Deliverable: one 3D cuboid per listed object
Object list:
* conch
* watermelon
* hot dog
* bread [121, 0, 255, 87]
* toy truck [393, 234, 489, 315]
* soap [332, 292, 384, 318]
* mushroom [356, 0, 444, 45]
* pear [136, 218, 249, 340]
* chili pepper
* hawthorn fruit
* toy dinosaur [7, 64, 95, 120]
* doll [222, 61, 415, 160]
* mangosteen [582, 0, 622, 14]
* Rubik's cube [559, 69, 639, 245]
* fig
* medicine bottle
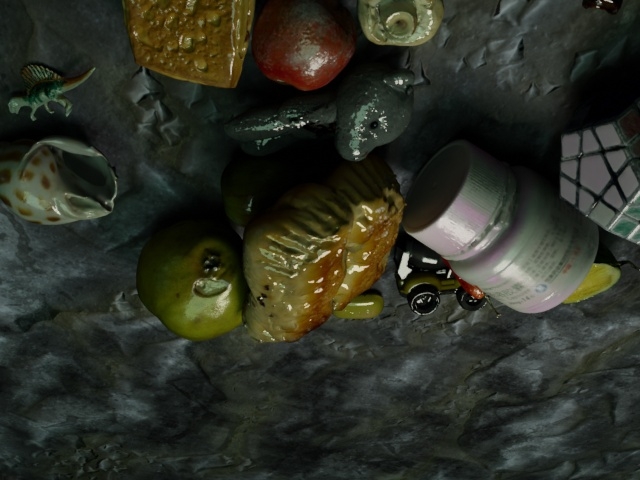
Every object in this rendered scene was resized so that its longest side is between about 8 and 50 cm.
[{"bbox_3d":[-0.529,-0.123,1.458,0.275,0.183,0.149,24,177,-16],"label":"conch"},{"bbox_3d":[0.553,0.054,1.680,0.204,0.127,0.232,22,139,-34],"label":"watermelon"},{"bbox_3d":[0.000,0.000,1.450,0.367,0.196,0.365,-36,163,-22],"label":"hot dog"},{"bbox_3d":[-0.203,-0.364,1.181,0.210,0.099,0.235,15,132,7],"label":"bread"},{"bbox_3d":[0.276,0.061,1.696,0.224,0.147,0.165,-2,118,-2],"label":"toy truck"},{"bbox_3d":[0.088,0.162,1.875,0.140,0.045,0.089,0,144,0],"label":"soap"},{"bbox_3d":[0.124,-0.368,1.191,0.148,0.112,0.148,3,133,4],"label":"mushroom"},{"bbox_3d":[-0.265,0.085,1.630,0.269,0.269,0.321,10,154,-12],"label":"pear"},{"bbox_3d":[0.298,0.055,1.611,0.050,0.059,0.268,-37,92,25],"label":"chili pepper"},{"bbox_3d":[-0.030,-0.322,1.207,0.173,0.173,0.173,0,140,0],"label":"hawthorn fruit"},{"bbox_3d":[-0.489,-0.276,1.360,0.106,0.044,0.187,35,132,-14],"label":"toy dinosaur"},{"bbox_3d":[0.009,-0.197,1.339,0.340,0.158,0.246,-19,169,5],"label":"doll"},{"bbox_3d":[0.404,-0.420,0.997,0.231,0.289,0.231,7,153,4],"label":"mangosteen"},{"bbox_3d":[0.578,-0.143,1.340,0.319,0.319,0.264,-30,106,31],"label":"Rubik's cube"},{"bbox_3d":[-0.067,-0.105,1.485,0.259,0.151,0.151,-7,140,3],"label":"fig"},{"bbox_3d":[0.347,-0.029,1.485,0.325,0.256,0.256,29,133,-20],"label":"medicine bottle"}]
